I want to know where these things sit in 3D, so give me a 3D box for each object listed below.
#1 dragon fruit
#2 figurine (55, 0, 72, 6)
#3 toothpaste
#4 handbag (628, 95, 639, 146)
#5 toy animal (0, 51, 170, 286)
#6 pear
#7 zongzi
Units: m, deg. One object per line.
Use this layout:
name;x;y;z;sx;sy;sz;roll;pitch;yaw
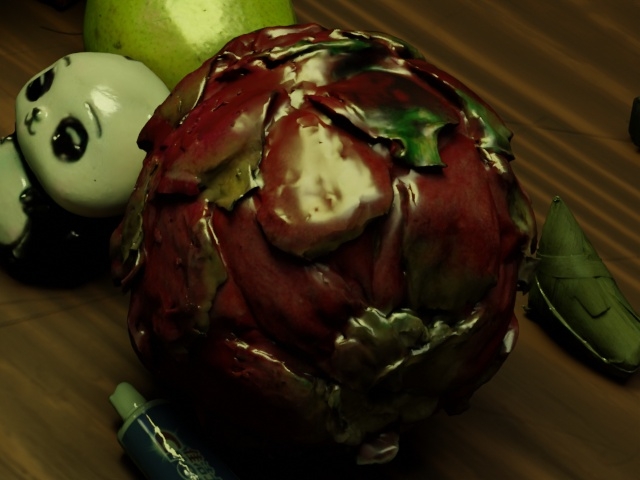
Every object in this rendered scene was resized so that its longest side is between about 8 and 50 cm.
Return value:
dragon fruit;0.002;-0.002;1.408;0.329;0.329;0.329;8;42;-7
figurine;-0.272;-0.290;1.833;0.154;0.082;0.098;25;23;15
toothpaste;-0.067;0.196;1.371;0.069;0.047;0.268;-14;51;-45
handbag;0.435;-0.077;1.784;0.247;0.080;0.223;-15;42;-25
toy animal;-0.193;-0.072;1.541;0.138;0.179;0.166;0;49;-36
pear;-0.104;-0.166;1.661;0.187;0.187;0.219;-13;54;-27
zongzi;0.231;0.048;1.546;0.062;0.130;0.154;-33;59;-28
